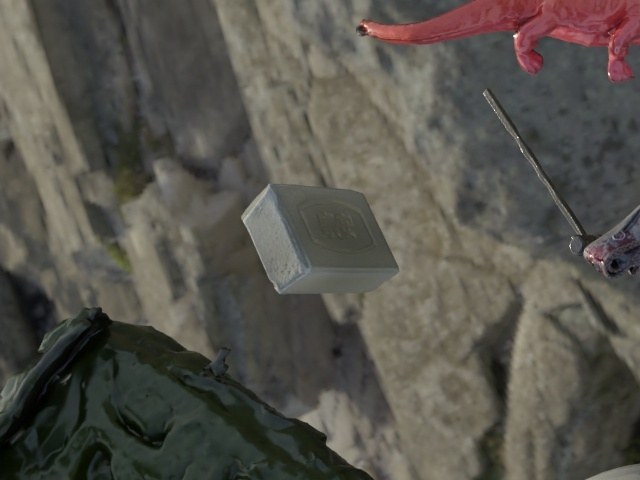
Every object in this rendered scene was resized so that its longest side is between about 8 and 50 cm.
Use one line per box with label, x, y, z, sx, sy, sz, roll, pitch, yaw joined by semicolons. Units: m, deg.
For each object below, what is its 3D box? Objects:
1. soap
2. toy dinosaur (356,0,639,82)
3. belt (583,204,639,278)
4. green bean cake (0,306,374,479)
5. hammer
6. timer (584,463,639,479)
soap;0.000;0.000;1.667;0.064;0.183;0.121;-38;67;31
toy dinosaur;0.163;-0.193;1.016;0.286;0.070;0.139;6;130;11
belt;0.404;-0.040;1.629;0.053;0.232;0.071;46;179;38
green bean cake;-0.111;0.250;1.033;0.319;0.335;0.218;30;173;28
hammer;0.293;-0.095;1.899;0.029;0.058;0.292;-50;55;34
timer;0.079;0.250;0.537;0.270;0.270;0.383;43;121;35
